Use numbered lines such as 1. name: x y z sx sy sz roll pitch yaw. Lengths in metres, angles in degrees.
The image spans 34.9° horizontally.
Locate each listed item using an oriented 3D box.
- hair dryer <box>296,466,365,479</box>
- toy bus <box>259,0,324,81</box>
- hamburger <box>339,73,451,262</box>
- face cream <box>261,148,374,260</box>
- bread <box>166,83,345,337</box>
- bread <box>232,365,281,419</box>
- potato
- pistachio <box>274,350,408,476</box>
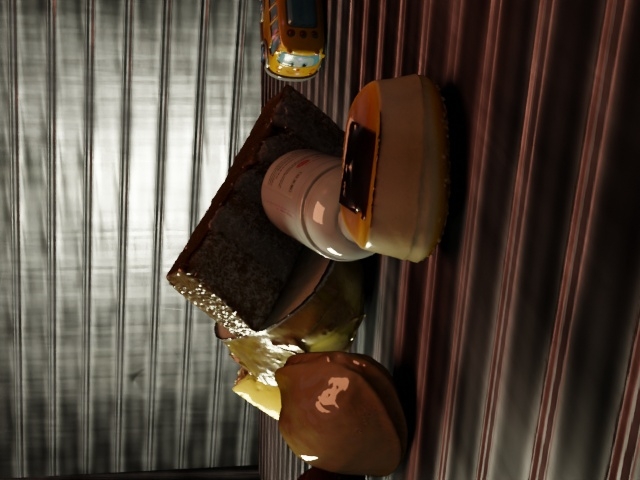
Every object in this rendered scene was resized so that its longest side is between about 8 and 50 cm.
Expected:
1. hair dryer: 0.059 0.503 1.555 0.312 0.123 0.340 25 -135 -77
2. toy bus: -0.053 -0.445 2.093 0.136 0.126 0.209 135 134 -68
3. hamburger: 0.091 -0.082 1.145 0.173 0.116 0.210 -146 59 -71
4. face cream: 0.029 -0.043 1.434 0.370 0.146 0.145 -148 56 -70
5. bread: -0.091 -0.054 1.666 0.113 0.165 0.416 -28 31 53
6. bread: -0.060 0.315 2.449 0.211 0.224 0.183 -46 14 13
7. potato: -0.012 0.123 1.697 0.300 0.196 0.246 -23 35 51
8. pistachio: 0.042 0.247 1.434 0.212 0.163 0.260 49 157 -10
